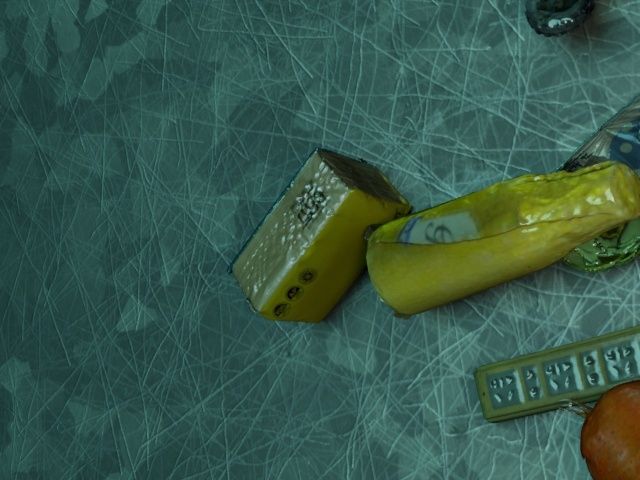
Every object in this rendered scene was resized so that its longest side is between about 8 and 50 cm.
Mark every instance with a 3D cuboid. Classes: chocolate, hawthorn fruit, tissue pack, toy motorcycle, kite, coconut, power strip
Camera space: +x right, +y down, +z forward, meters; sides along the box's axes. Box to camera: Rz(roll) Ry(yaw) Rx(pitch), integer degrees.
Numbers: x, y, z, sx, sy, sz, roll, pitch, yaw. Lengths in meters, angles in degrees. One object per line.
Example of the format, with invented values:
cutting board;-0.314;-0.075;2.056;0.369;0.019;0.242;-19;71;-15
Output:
chocolate;0.261;-0.019;1.626;0.445;0.162;0.162;-23;70;43
hawthorn fruit;0.442;0.276;1.485;0.299;0.211;0.211;33;103;42
tissue pack;0.000;0.000;1.833;0.134;0.192;0.271;48;111;31
toy motorcycle;0.354;-0.452;1.693;0.188;0.143;0.327;-35;50;17
kite;0.471;-0.089;1.588;0.335;0.011;0.314;-3;68;26
coconut;0.419;-0.015;1.618;0.158;0.055;0.133;-47;58;2
power strip;0.400;0.185;1.607;0.388;0.066;0.092;-20;75;31
